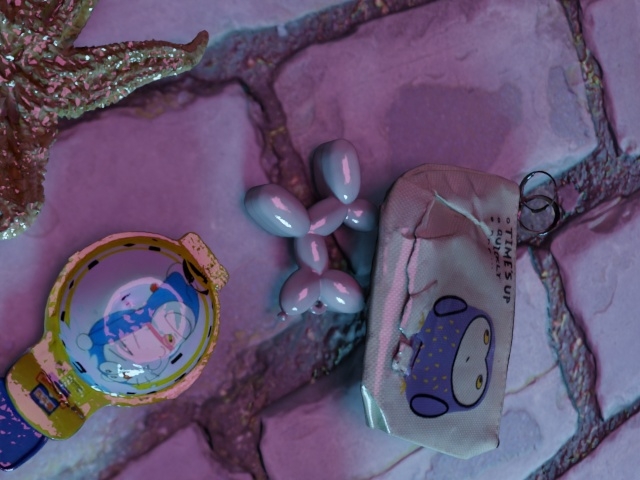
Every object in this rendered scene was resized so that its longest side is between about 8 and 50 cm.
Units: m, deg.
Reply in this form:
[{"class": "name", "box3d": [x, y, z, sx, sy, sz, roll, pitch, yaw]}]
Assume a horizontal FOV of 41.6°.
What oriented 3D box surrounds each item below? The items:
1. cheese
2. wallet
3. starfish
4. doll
[{"class": "cheese", "box3d": [-0.184, 0.092, 0.711, 0.250, 0.064, 0.157, -40, 108, -13]}, {"class": "wallet", "box3d": [0.145, 0.068, 0.895, 0.274, 0.068, 0.336, 12, 84, -43]}, {"class": "starfish", "box3d": [-0.246, -0.166, 0.682, 0.302, 0.060, 0.299, -27, 96, -24]}, {"class": "doll", "box3d": [0.000, 0.000, 0.831, 0.161, 0.059, 0.160, -37, 106, -28]}]
